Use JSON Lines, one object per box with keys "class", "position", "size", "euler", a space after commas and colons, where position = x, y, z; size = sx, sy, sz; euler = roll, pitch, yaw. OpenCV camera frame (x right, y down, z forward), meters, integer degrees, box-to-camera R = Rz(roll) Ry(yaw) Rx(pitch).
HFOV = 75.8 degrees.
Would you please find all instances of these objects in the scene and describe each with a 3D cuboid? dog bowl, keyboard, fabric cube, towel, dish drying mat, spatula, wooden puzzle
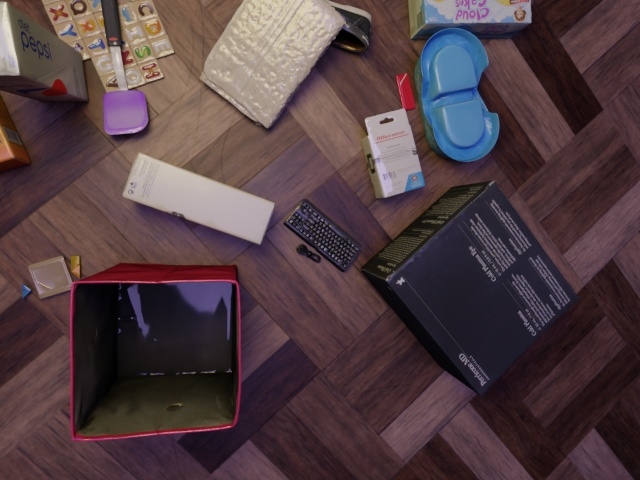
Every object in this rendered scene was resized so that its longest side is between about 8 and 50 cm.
{"class": "dog bowl", "position": [0.309, -0.327, 0.958], "size": [0.166, 0.074, 0.297], "euler": [-14, 96, -11]}
{"class": "keyboard", "position": [0.000, 0.000, 0.938], "size": [0.180, 0.023, 0.108], "euler": [39, 85, -10]}
{"class": "fabric cube", "position": [-0.281, 0.180, 0.770], "size": [0.259, 0.258, 0.253], "euler": [1, 92, -12]}
{"class": "towel", "position": [-0.102, -0.391, 0.843], "size": [0.187, 0.049, 0.282], "euler": [37, 106, -13]}
{"class": "dish drying mat", "position": [0.201, -0.349, 0.967], "size": [0.032, 0.008, 0.083], "euler": [-16, 96, -12]}
{"class": "spatula", "position": [-0.403, -0.359, 0.819], "size": [0.084, 0.030, 0.296], "euler": [-7, 94, -12]}
{"class": "wooden puzzle", "position": [-0.543, 0.074, 0.833], "size": [0.117, 0.014, 0.078], "euler": [-11, 91, -11]}

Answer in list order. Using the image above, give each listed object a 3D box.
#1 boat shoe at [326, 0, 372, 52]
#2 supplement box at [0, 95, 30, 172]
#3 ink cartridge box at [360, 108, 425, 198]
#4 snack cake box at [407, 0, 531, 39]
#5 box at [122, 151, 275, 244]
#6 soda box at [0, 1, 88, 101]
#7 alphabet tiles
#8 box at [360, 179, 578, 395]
{"class": "boat shoe", "position": [-0.002, -0.462, 0.879], "size": [0.233, 0.084, 0.079], "euler": [7, 88, -14]}
{"class": "supplement box", "position": [-0.638, -0.246, 0.762], "size": [0.078, 0.080, 0.233], "euler": [-22, 95, -12]}
{"class": "ink cartridge box", "position": [0.160, -0.196, 0.941], "size": [0.104, 0.060, 0.180], "euler": [-17, 97, -10]}
{"class": "snack cake box", "position": [0.338, -0.555, 0.943], "size": [0.265, 0.089, 0.152], "euler": [-7, 94, -11]}
{"class": "box", "position": [-0.239, -0.081, 0.839], "size": [0.275, 0.113, 0.094], "euler": [20, 89, -11]}
{"class": "soda box", "position": [-0.484, -0.295, 0.680], "size": [0.091, 0.286, 0.098], "euler": [-5, 102, -11]}
{"class": "alphabet tiles", "position": [-0.422, -0.425, 0.832], "size": [0.198, 0.009, 0.237], "euler": [-23, 97, -10]}
{"class": "box", "position": [0.328, 0.098, 0.933], "size": [0.312, 0.179, 0.343], "euler": [-41, 100, -8]}
